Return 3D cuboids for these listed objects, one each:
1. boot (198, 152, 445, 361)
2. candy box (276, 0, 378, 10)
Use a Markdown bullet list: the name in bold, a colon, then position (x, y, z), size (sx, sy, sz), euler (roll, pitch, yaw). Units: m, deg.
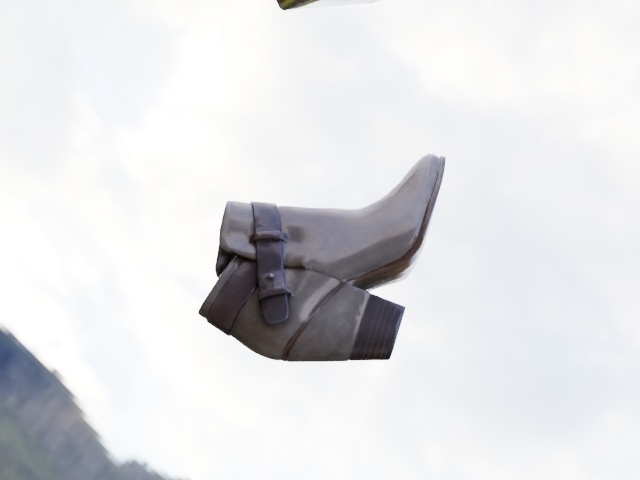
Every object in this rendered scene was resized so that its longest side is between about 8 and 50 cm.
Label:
- **boot**: position (0.000, 0.000, 0.778), size (0.087, 0.118, 0.042), euler (17, -34, 3)
- **candy box**: position (0.101, -0.216, 0.569), size (0.316, 0.087, 0.183), euler (-22, -91, 24)
